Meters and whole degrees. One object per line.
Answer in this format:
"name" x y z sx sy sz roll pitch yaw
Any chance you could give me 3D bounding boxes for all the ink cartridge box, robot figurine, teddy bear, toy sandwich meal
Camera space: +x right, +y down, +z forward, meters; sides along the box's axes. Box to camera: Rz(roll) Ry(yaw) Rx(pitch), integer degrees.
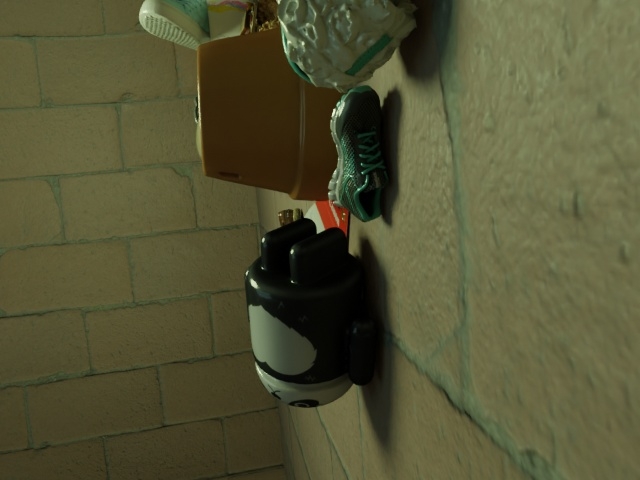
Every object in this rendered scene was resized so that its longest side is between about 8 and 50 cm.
"ink cartridge box" -0.196 -0.611 1.239 0.354 0.119 0.207 97 -171 -52
"robot figurine" -0.023 0.113 0.734 0.209 0.173 0.279 -111 18 -64
"ink cartridge box" 0.000 0.000 0.888 0.189 0.066 0.233 -109 12 -53
"teddy bear" -0.102 -0.413 1.122 0.245 0.112 0.338 110 160 -53
"toy sandwich meal" -0.161 -0.494 1.104 0.085 0.029 0.086 -174 90 -77

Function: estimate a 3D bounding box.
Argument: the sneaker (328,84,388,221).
"sneaker" 0.053 -0.091 0.562 0.076 0.064 0.167 52 154 40

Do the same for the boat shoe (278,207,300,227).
"boat shoe" -0.083 -0.009 1.297 0.064 0.060 0.178 -91 2 -52

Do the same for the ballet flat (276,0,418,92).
"ballet flat" 0.017 -0.347 0.463 0.147 0.146 0.410 142 119 -78

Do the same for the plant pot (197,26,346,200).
"plant pot" -0.090 -0.206 0.793 0.291 0.203 0.291 177 90 -77

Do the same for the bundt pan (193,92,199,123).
"bundt pan" -0.259 -0.369 1.619 0.331 0.124 0.331 49 -149 -43

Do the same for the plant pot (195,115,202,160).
"plant pot" -0.221 -0.326 1.335 0.274 0.256 0.257 126 137 -75

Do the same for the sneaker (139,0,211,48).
"sneaker" -0.336 -0.573 1.230 0.366 0.135 0.150 -62 -20 -77
